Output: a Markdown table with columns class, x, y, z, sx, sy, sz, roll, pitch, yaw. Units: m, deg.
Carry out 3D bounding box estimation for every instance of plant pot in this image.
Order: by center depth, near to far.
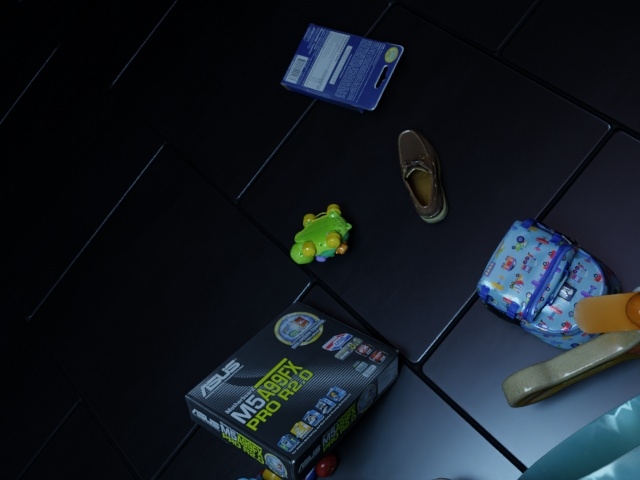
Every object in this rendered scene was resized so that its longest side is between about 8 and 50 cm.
| class | x | y | z | sx | sy | sz | roll | pitch | yaw |
| --- | --- | --- | --- | --- | --- | --- | --- | --- | --- |
| plant pot | 0.410 | 0.325 | 0.868 | 0.293 | 0.293 | 0.235 | -37 | 76 | 13 |

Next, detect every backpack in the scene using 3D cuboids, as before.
| class | x | y | z | sx | sy | sz | roll | pitch | yaw |
| --- | --- | --- | --- | --- | --- | --- | --- | --- | --- |
| backpack | 0.337 | 0.069 | 1.083 | 0.173 | 0.117 | 0.158 | 35 | 92 | 29 |

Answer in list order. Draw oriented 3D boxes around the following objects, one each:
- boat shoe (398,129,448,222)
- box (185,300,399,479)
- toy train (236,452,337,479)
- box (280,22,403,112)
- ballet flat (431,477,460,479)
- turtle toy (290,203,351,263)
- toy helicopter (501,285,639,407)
| class | x | y | z | sx | sy | sz | roll | pitch | yaw |
| --- | --- | --- | --- | --- | --- | --- | --- | --- | --- |
| boat shoe | 0.169 | -0.118 | 1.265 | 0.064 | 0.060 | 0.178 | -23 | 64 | 20 |
| box | -0.038 | 0.226 | 1.167 | 0.216 | 0.060 | 0.270 | 24 | 45 | 32 |
| toy train | -0.041 | 0.327 | 1.178 | 0.105 | 0.143 | 0.248 | 30 | 89 | 32 |
| box | 0.044 | -0.325 | 1.415 | 0.225 | 0.036 | 0.136 | 24 | 86 | 33 |
| ballet flat | 0.233 | 0.419 | 0.965 | 0.107 | 0.106 | 0.316 | -53 | 37 | -4 |
| turtle toy | 0.000 | 0.000 | 1.311 | 0.130 | 0.066 | 0.095 | -22 | 41 | 23 |
| toy helicopter | 0.396 | 0.129 | 0.960 | 0.355 | 0.235 | 0.140 | -30 | 62 | 16 |
